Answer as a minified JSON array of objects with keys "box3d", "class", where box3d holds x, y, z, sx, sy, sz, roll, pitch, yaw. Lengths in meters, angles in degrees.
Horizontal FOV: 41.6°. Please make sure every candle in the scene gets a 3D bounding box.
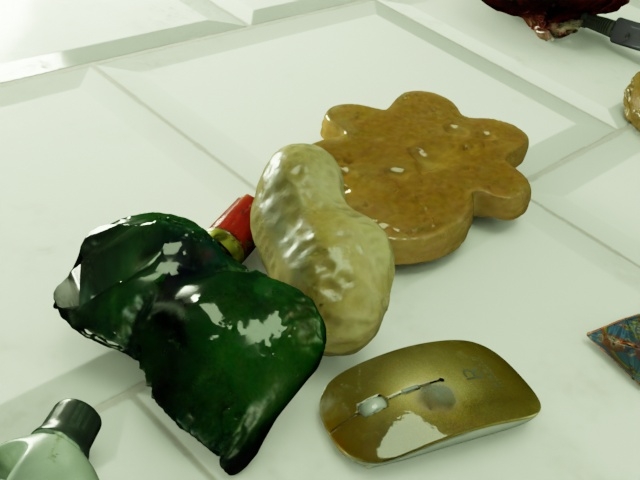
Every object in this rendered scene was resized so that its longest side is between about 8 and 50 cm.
[{"box3d":[-0.083,-0.008,0.848,0.052,0.052,0.130,22,36,12],"class":"candle"}]

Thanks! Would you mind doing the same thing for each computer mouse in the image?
[{"box3d":[0.097,0.135,0.720,0.199,0.044,0.102,-8,39,-26],"class":"computer mouse"}]

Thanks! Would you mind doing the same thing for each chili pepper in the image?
[{"box3d":[-0.120,0.049,0.698,0.148,0.116,0.265,-46,52,-10],"class":"chili pepper"}]

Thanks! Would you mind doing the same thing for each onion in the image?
[{"box3d":[0.399,-0.465,1.453,0.314,0.232,0.314,3,16,-1],"class":"onion"}]

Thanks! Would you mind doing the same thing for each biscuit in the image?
[{"box3d":[0.106,-0.078,0.991,0.275,0.052,0.355,24,40,19],"class":"biscuit"}]

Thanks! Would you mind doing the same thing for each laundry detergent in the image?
[{"box3d":[-0.201,0.191,0.539,0.099,0.070,0.225,9,37,6],"class":"laundry detergent"}]

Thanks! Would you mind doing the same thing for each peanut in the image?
[{"box3d":[0.000,0.000,0.788,0.110,0.120,0.236,21,41,-38],"class":"peanut"}]

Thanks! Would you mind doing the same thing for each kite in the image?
[{"box3d":[0.342,0.117,0.841,0.159,0.010,0.190,17,39,3],"class":"kite"}]

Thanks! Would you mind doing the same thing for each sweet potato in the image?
[{"box3d":[0.488,-0.190,1.247,0.068,0.060,0.205,-20,34,19],"class":"sweet potato"}]

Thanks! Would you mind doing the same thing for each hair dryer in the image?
[{"box3d":[0.630,-0.348,1.466,0.361,0.121,0.301,26,30,26],"class":"hair dryer"}]
